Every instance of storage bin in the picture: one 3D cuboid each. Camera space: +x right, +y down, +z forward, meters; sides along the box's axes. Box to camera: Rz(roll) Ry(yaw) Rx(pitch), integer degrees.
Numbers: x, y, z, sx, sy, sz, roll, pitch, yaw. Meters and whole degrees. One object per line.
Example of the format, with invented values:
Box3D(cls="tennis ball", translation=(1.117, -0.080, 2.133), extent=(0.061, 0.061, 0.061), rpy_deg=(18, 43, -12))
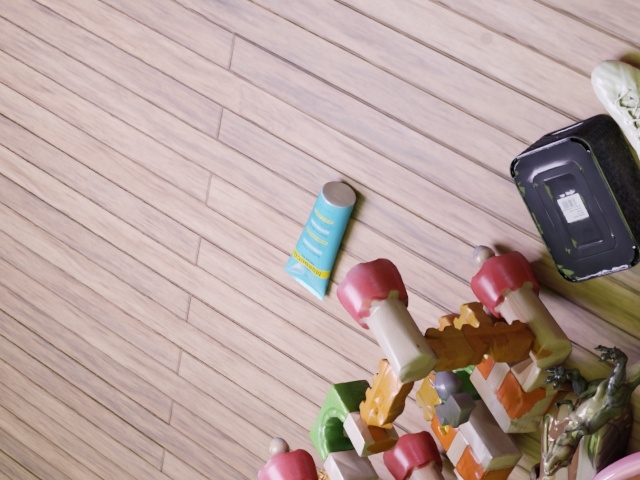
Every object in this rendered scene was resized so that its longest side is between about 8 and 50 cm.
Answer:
Box3D(cls="storage bin", translation=(0.333, -0.051, 1.672), extent=(0.122, 0.084, 0.180), rpy_deg=(-20, 102, 43))

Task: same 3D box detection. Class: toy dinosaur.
Box3D(cls="toy dinosaur", translation=(0.364, 0.186, 1.710), extent=(0.268, 0.064, 0.118), rpy_deg=(-42, 122, 13))

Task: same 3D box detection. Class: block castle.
Box3D(cls="block castle", translation=(0.117, 0.215, 1.833), extent=(0.213, 0.303, 0.453), rpy_deg=(60, 141, 39))

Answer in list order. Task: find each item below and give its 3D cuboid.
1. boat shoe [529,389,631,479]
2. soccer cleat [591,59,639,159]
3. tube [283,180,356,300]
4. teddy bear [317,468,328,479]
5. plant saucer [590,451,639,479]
Box3D(cls="boat shoe", translation=(0.349, 0.348, 1.871), extent=(0.116, 0.123, 0.324), rpy_deg=(20, 116, 33))
Box3D(cls="soccer cleat", translation=(0.389, -0.134, 1.585), extent=(0.196, 0.076, 0.068), rpy_deg=(49, 134, 5))
Box3D(cls="tube", translation=(0.000, 0.000, 1.996), extent=(0.080, 0.052, 0.207), rpy_deg=(43, 139, 21))
Box3D(cls="teddy bear", translation=(0.072, 0.441, 2.069), extent=(0.245, 0.338, 0.113), rpy_deg=(26, 90, -7))
Box3D(cls="plant saucer", translation=(0.487, 0.391, 1.744), extent=(0.332, 0.084, 0.332), rpy_deg=(6, 119, 12))
